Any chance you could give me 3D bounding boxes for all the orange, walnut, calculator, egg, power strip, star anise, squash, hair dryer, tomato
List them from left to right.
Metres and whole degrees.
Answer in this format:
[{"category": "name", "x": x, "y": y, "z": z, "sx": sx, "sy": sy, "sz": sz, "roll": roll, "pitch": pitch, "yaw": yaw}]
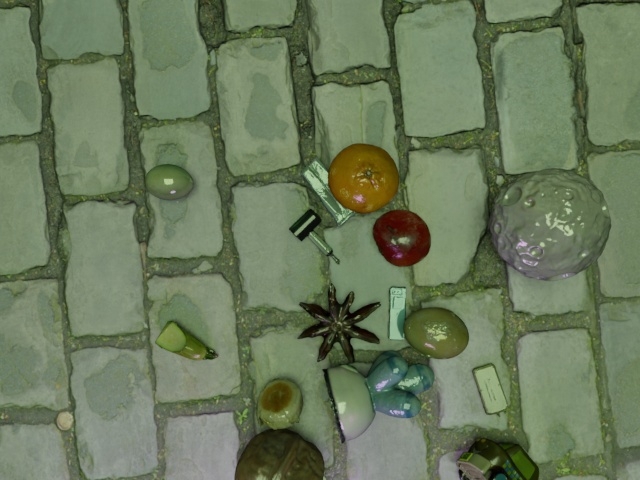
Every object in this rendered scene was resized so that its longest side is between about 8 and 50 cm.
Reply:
[{"category": "egg", "x": -0.476, "y": -0.183, "z": 1.836, "sx": 0.152, "sy": 0.114, "sz": 0.114, "roll": 2, "pitch": 89, "yaw": 5}, {"category": "squash", "x": -0.421, "y": 0.333, "z": 1.851, "sx": 0.200, "sy": 0.075, "sz": 0.090, "roll": 27, "pitch": 64, "yaw": 0}, {"category": "walnut", "x": -0.125, "y": 0.702, "z": 1.751, "sx": 0.227, "sy": 0.273, "sz": 0.273, "roll": -34, "pitch": 89, "yaw": 37}, {"category": "hair dryer", "x": 0.000, "y": 0.000, "z": 1.866, "sx": 0.100, "sy": 0.057, "sz": 0.197, "roll": -43, "pitch": 97, "yaw": 0}, {"category": "star anise", "x": 0.059, "y": 0.259, "z": 1.836, "sx": 0.289, "sy": 0.088, "sz": 0.288, "roll": 1, "pitch": 105, "yaw": 4}, {"category": "orange", "x": 0.134, "y": -0.192, "z": 1.784, "sx": 0.219, "sy": 0.193, "sz": 0.219, "roll": 3, "pitch": 83, "yaw": -28}, {"category": "calculator", "x": 0.245, "y": 0.233, "z": 1.869, "sx": 0.057, "sy": 0.018, "sz": 0.171, "roll": 1, "pitch": 89, "yaw": 2}, {"category": "tomato", "x": 0.260, "y": -0.011, "z": 1.831, "sx": 0.173, "sy": 0.099, "sz": 0.189, "roll": -27, "pitch": 88, "yaw": 2}, {"category": "egg", "x": 0.357, "y": 0.284, "z": 1.800, "sx": 0.202, "sy": 0.164, "sz": 0.164, "roll": 13, "pitch": 90, "yaw": 7}, {"category": "power strip", "x": 0.543, "y": 0.481, "z": 1.857, "sx": 0.076, "sy": 0.028, "sz": 0.168, "roll": -17, "pitch": 87, "yaw": 0}]

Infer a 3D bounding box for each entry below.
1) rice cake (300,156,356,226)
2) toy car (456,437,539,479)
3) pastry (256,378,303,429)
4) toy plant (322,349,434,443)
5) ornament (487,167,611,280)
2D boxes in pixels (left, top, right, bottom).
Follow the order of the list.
[{"category": "rice cake", "x": 0.026, "y": -0.158, "z": 1.866, "sx": 0.085, "sy": 0.040, "sz": 0.226, "roll": -37, "pitch": 89, "yaw": 1}, {"category": "toy car", "x": 0.564, "y": 0.709, "z": 1.796, "sx": 0.198, "sy": 0.204, "sz": 0.248, "roll": -41, "pitch": 91, "yaw": -23}, {"category": "pastry", "x": -0.128, "y": 0.508, "z": 1.813, "sx": 0.166, "sy": 0.165, "sz": 0.088, "roll": -17, "pitch": 129, "yaw": 1}, {"category": "toy plant", "x": 0.188, "y": 0.455, "z": 1.771, "sx": 0.333, "sy": 0.247, "sz": 0.247, "roll": -16, "pitch": 89, "yaw": -2}, {"category": "ornament", "x": 0.670, "y": -0.038, "z": 1.704, "sx": 0.338, "sy": 0.337, "sz": 0.336, "roll": 0, "pitch": 89, "yaw": 1}]
